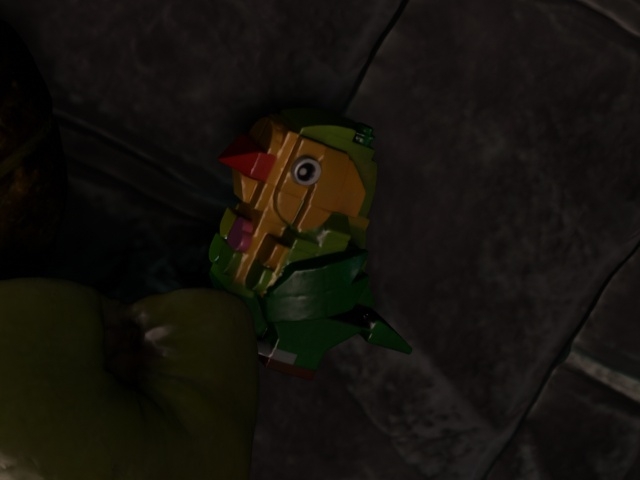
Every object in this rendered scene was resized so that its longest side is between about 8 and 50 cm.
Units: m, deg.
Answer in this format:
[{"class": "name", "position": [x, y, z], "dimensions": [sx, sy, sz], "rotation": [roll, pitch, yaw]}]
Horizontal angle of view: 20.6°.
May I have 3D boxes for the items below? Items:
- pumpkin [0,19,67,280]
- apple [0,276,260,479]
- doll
[{"class": "pumpkin", "position": [-0.308, -0.031, 1.061], "dimensions": [0.320, 0.192, 0.320], "rotation": [-6, 116, -12]}, {"class": "apple", "position": [-0.218, 0.150, 1.085], "dimensions": [0.360, 0.320, 0.311], "rotation": [-35, 108, 29]}, {"class": "doll", "position": [-0.008, 0.001, 1.185], "dimensions": [0.134, 0.106, 0.186], "rotation": [-11, 116, -17]}]
